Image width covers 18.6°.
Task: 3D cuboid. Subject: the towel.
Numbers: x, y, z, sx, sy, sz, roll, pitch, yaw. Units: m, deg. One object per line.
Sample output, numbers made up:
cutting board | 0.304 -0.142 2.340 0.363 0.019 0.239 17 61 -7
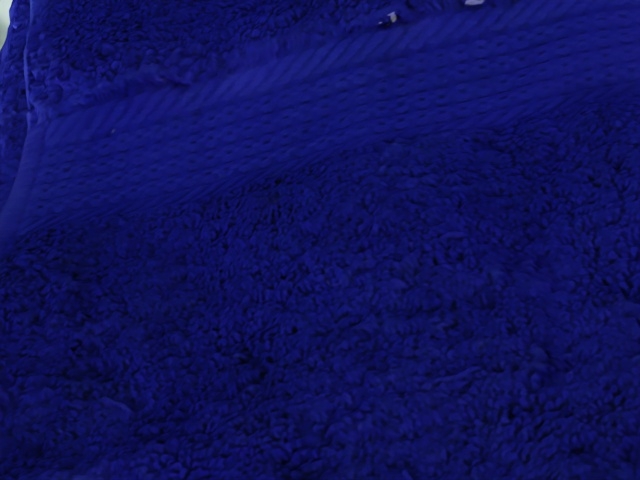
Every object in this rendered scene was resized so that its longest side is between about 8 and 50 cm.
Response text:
towel | 0.000 0.000 0.456 0.227 0.308 0.076 -18 130 17
